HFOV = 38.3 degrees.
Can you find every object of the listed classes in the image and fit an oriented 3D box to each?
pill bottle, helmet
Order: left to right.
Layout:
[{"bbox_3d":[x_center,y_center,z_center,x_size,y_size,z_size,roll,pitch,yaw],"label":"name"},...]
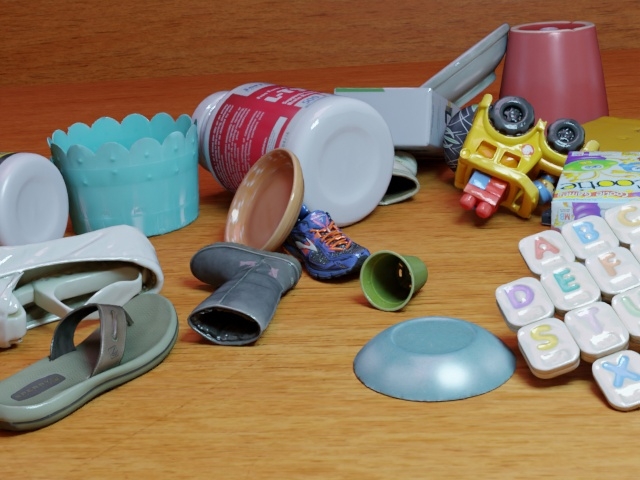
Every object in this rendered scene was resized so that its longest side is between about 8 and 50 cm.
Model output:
[{"bbox_3d":[-0.623,-0.060,1.589,0.333,0.188,0.188,2,20,21],"label":"pill bottle"},{"bbox_3d":[-0.073,-0.173,1.720,0.229,0.229,0.407,-18,24,-34],"label":"pill bottle"},{"bbox_3d":[0.314,-0.186,1.777,0.161,0.170,0.169,7,16,-16],"label":"helmet"}]

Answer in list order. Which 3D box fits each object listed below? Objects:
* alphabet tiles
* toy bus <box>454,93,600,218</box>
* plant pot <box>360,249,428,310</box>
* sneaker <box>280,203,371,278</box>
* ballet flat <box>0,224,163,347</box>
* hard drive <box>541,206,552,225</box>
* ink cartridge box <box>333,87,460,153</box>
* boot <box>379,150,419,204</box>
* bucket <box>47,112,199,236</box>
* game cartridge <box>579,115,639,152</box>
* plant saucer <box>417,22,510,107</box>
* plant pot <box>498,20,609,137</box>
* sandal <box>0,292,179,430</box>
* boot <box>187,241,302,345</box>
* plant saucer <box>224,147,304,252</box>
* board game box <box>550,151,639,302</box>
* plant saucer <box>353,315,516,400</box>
[{"bbox_3d":[0.355,0.061,1.056,0.284,0.021,0.278,-19,42,1],"label":"alphabet tiles"},{"bbox_3d":[0.334,-0.114,1.571,0.220,0.149,0.211,25,67,13],"label":"toy bus"},{"bbox_3d":[0.110,0.050,1.280,0.083,0.083,0.079,7,10,31],"label":"plant pot"},{"bbox_3d":[0.000,0.000,1.420,0.083,0.087,0.221,-17,22,-31],"label":"sneaker"},{"bbox_3d":[-0.395,0.075,1.266,0.400,0.139,0.139,-17,22,-34],"label":"ballet flat"},{"bbox_3d":[0.450,-0.040,1.530,0.135,0.022,0.094,10,23,37],"label":"hard drive"},{"bbox_3d":[0.163,-0.239,1.904,0.201,0.117,0.278,3,1,21],"label":"ink cartridge box"},{"bbox_3d":[0.084,-0.121,1.775,0.213,0.077,0.165,-2,21,4],"label":"boot"},{"bbox_3d":[-0.355,-0.123,1.717,0.281,0.183,0.281,-4,19,1],"label":"bucket"},{"bbox_3d":[0.621,-0.187,1.889,0.323,0.053,0.285,-23,26,-38],"label":"game cartridge"},{"bbox_3d":[0.318,-0.374,2.260,0.400,0.100,0.400,-37,4,3],"label":"plant saucer"},{"bbox_3d":[0.543,-0.382,2.166,0.274,0.243,0.275,-5,19,2],"label":"plant pot"},{"bbox_3d":[-0.278,0.127,1.115,0.120,0.086,0.303,6,22,28],"label":"sandal"},{"bbox_3d":[-0.133,0.075,1.282,0.189,0.076,0.208,0,26,20],"label":"boot"},{"bbox_3d":[-0.086,-0.052,1.481,0.037,0.200,0.200,25,3,-31],"label":"plant saucer"},{"bbox_3d":[0.414,-0.028,1.317,0.144,0.142,0.275,2,20,19],"label":"board game box"},{"bbox_3d":[0.134,0.128,1.094,0.194,0.038,0.195,-4,20,1],"label":"plant saucer"}]
